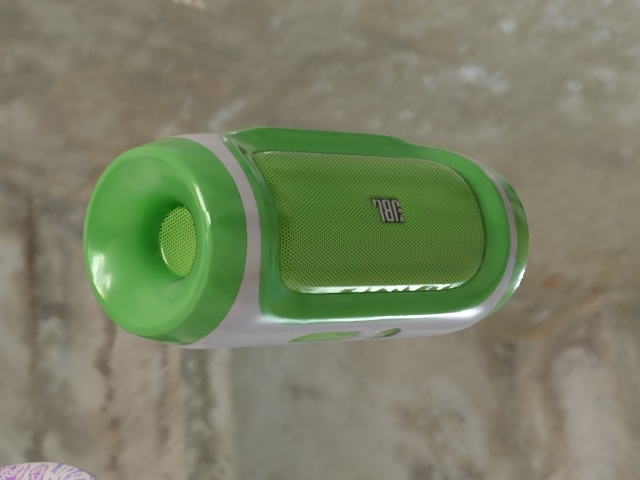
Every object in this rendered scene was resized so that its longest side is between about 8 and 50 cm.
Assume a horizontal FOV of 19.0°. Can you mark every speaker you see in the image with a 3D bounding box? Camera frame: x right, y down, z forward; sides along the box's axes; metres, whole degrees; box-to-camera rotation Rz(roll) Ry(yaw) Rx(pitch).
[{"bbox_3d":[0.000,0.000,1.179,0.296,0.131,0.131,0,-121,-48],"label":"speaker"}]

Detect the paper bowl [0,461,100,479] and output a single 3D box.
[{"bbox_3d":[-0.234,0.310,1.383,0.148,0.284,0.284,60,-151,-31],"label":"paper bowl"}]
